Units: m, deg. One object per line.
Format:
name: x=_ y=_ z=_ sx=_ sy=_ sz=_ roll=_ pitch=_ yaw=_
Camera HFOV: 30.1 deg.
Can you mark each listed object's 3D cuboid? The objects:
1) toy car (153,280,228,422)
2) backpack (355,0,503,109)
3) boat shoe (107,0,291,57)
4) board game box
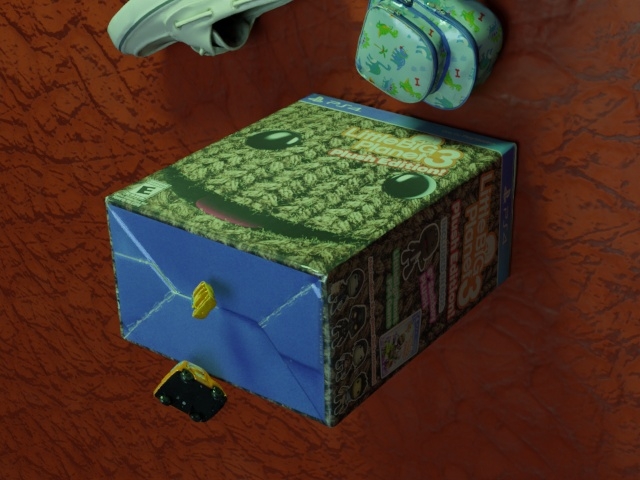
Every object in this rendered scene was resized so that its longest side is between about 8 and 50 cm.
toy car: x=-0.091 y=0.087 z=0.951 sx=0.122 sy=0.060 sz=0.040 roll=-64 pitch=24 yaw=24
backpack: x=0.091 y=-0.168 z=1.027 sx=0.114 sy=0.084 sz=0.105 roll=31 pitch=142 yaw=14
boat shoe: x=-0.103 y=-0.224 z=1.162 sx=0.267 sy=0.096 sz=0.088 roll=-22 pitch=92 yaw=35
board game box: x=0.000 y=0.000 z=1.044 sx=0.232 sy=0.291 sz=0.141 roll=18 pitch=124 yaw=32
